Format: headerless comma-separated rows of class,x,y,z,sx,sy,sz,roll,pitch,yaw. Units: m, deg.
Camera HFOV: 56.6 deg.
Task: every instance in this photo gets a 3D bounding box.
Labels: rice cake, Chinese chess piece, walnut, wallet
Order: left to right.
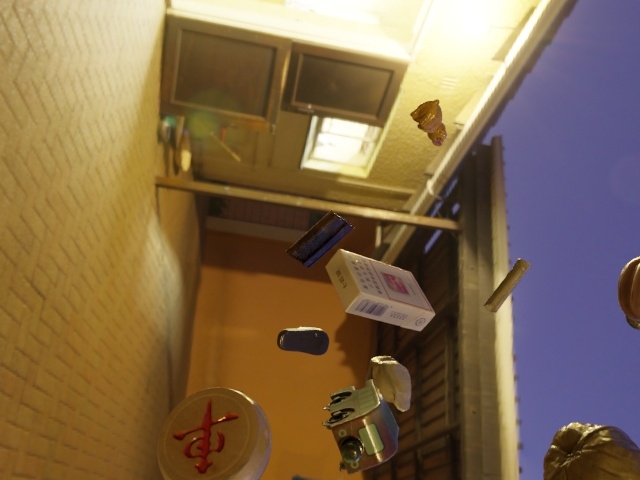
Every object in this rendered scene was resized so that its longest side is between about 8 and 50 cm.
Chinese chess piece,-0.231,0.444,1.300,0.097,0.250,0.251,75,14,-49
wallet,0.000,0.000,2.241,0.243,0.133,0.039,-41,-140,16
rice cake,0.747,0.182,2.377,0.256,0.057,0.052,-49,161,-13
walnut,0.720,0.616,1.530,0.282,0.277,0.253,-16,-150,43

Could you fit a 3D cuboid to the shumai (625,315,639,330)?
shumai,0.776,0.145,1.414,0.087,0.098,0.124,-70,179,-55

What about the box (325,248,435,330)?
box,0.196,0.164,1.931,0.095,0.330,0.210,-54,-143,26

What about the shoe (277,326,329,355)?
shoe,-0.078,0.393,2.375,0.093,0.241,0.108,13,-89,56

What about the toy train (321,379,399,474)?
toy train,0.093,0.428,1.381,0.326,0.159,0.129,32,35,-89

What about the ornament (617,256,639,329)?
ornament,0.709,0.114,1.225,0.177,0.177,0.178,-171,-90,-84

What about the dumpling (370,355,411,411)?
dumpling,0.282,0.543,2.279,0.132,0.162,0.250,-54,-138,29

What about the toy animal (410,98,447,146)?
toy animal,0.314,-0.309,1.617,0.159,0.083,0.070,44,9,-47
